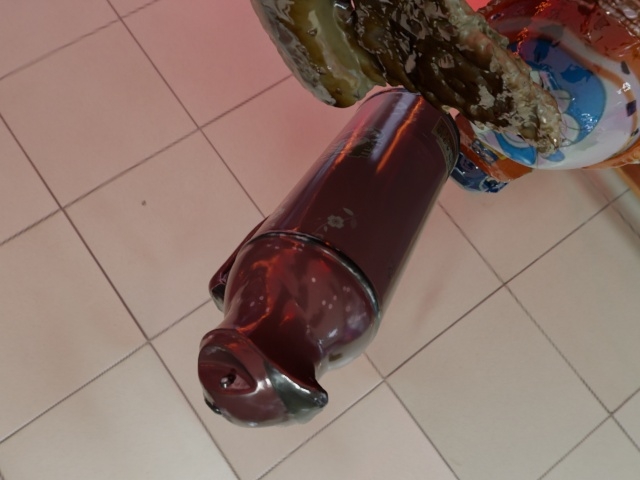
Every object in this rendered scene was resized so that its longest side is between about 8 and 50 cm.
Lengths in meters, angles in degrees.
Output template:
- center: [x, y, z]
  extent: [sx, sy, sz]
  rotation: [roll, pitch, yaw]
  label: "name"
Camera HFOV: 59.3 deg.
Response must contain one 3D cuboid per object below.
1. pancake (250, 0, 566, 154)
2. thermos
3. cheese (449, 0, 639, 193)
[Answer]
- center: [0.045, -0.123, 0.332]
  extent: [0.244, 0.266, 0.057]
  rotation: [37, 85, 3]
  label: "pancake"
- center: [0.004, -0.005, 0.430]
  extent: [0.136, 0.109, 0.330]
  rotation: [22, 44, 12]
  label: "thermos"
- center: [0.217, -0.135, 0.583]
  extent: [0.217, 0.329, 0.129]
  rotation: [42, 71, 1]
  label: "cheese"
